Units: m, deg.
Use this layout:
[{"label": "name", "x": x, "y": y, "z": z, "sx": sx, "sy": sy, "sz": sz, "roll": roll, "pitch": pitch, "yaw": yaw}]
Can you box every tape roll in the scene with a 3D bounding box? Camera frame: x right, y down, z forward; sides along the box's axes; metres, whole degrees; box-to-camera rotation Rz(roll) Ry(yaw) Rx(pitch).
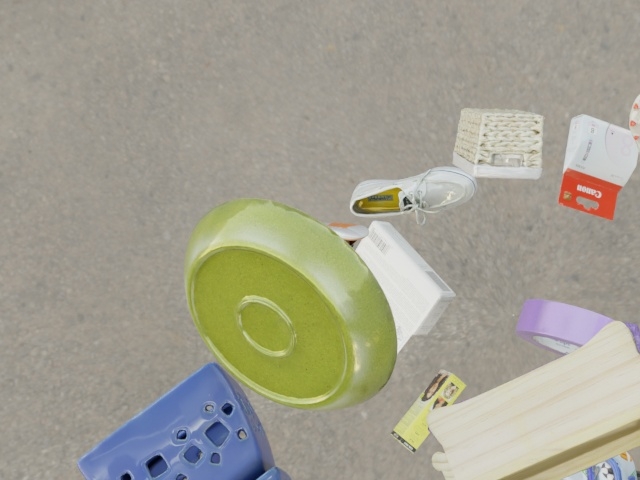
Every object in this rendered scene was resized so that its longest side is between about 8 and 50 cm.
[{"label": "tape roll", "x": 0.650, "y": 0.241, "z": 1.725, "sx": 0.275, "sy": 0.275, "sz": 0.090, "roll": 19, "pitch": 79, "yaw": 17}]

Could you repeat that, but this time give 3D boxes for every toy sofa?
[{"label": "toy sofa", "x": 0.351, "y": 0.276, "z": 0.981, "sx": 0.363, "sy": 0.150, "sz": 0.177, "roll": -33, "pitch": 58, "yaw": 20}]

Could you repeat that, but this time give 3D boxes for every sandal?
[{"label": "sandal", "x": 0.008, "y": -0.001, "z": 1.520, "sx": 0.265, "sy": 0.102, "sz": 0.076, "roll": 8, "pitch": 101, "yaw": 49}]

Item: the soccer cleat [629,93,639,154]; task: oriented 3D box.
[{"label": "soccer cleat", "x": 0.671, "y": -0.208, "z": 1.348, "sx": 0.068, "sy": 0.076, "sz": 0.196, "roll": 1, "pitch": 113, "yaw": 46}]

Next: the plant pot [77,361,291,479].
[{"label": "plant pot", "x": -0.173, "y": 0.348, "z": 0.984, "sx": 0.236, "sy": 0.236, "sz": 0.212, "roll": -36, "pitch": 68, "yaw": -12}]

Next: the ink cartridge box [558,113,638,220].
[{"label": "ink cartridge box", "x": 0.721, "y": -0.187, "z": 1.723, "sx": 0.189, "sy": 0.066, "sz": 0.232, "roll": 14, "pitch": 79, "yaw": -18}]

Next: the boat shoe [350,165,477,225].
[{"label": "boat shoe", "x": 0.254, "y": -0.119, "z": 1.895, "sx": 0.368, "sy": 0.156, "sz": 0.135, "roll": -2, "pitch": 117, "yaw": 19}]

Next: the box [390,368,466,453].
[{"label": "box", "x": 0.292, "y": 0.460, "z": 1.814, "sx": 0.058, "sy": 0.087, "sz": 0.232, "roll": 41, "pitch": 80, "yaw": -6}]

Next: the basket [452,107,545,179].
[{"label": "basket", "x": 0.292, "y": -0.165, "z": 1.110, "sx": 0.114, "sy": 0.167, "sz": 0.103, "roll": 2, "pitch": 103, "yaw": -2}]

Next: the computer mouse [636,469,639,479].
[{"label": "computer mouse", "x": 0.745, "y": 0.556, "z": 1.411, "sx": 0.262, "sy": 0.184, "sz": 0.060, "roll": 26, "pitch": 82, "yaw": 33}]

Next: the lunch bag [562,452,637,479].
[{"label": "lunch bag", "x": 0.523, "y": 0.552, "z": 1.338, "sx": 0.243, "sy": 0.115, "sz": 0.303, "roll": -13, "pitch": 75, "yaw": 48}]

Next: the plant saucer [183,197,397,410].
[{"label": "plant saucer", "x": -0.044, "y": 0.075, "z": 0.637, "sx": 0.241, "sy": 0.037, "sz": 0.240, "roll": 17, "pitch": 126, "yaw": 24}]

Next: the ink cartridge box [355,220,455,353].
[{"label": "ink cartridge box", "x": 0.174, "y": 0.138, "z": 1.729, "sx": 0.296, "sy": 0.066, "sz": 0.261, "roll": 52, "pitch": 122, "yaw": 37}]
